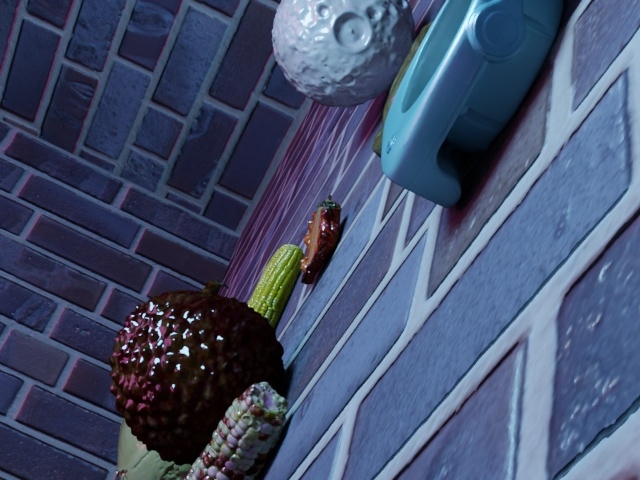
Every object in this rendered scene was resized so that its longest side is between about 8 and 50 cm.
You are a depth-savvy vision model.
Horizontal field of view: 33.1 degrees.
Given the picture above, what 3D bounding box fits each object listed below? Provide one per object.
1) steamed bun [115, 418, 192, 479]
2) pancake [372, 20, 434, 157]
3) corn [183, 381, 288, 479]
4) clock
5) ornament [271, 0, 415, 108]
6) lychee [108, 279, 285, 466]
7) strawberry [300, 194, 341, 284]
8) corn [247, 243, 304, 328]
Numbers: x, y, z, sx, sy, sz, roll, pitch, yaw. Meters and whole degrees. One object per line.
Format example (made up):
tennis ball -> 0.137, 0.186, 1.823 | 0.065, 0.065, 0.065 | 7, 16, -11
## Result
steamed bun -> -0.266, 0.344, 1.913 | 0.273, 0.166, 0.232 | -50, 14, 23
pancake -> 0.133, -0.235, 1.644 | 0.236, 0.042, 0.222 | -66, 5, -20
corn -> -0.127, 0.317, 1.445 | 0.281, 0.092, 0.092 | -59, 8, 20
clock -> 0.158, -0.182, 1.086 | 0.274, 0.094, 0.224 | -59, 9, 26
ornament -> 0.044, -0.363, 1.905 | 0.260, 0.259, 0.225 | -64, 7, 5
lychee -> -0.181, 0.185, 1.574 | 0.264, 0.264, 0.300 | 124, 157, -50
strawberry -> 0.003, 0.001, 1.764 | 0.104, 0.048, 0.152 | -124, 46, -74
corn -> -0.091, 0.100, 2.009 | 0.203, 0.072, 0.072 | -65, 7, -16
